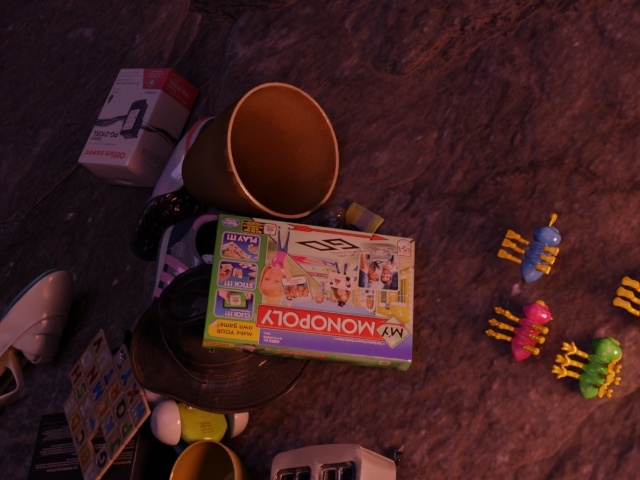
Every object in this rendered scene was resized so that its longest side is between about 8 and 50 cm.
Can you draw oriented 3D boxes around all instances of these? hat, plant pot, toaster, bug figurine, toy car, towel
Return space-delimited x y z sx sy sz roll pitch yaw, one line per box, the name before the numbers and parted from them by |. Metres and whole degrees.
hat | -0.163 0.119 1.637 0.331 0.134 0.331 -5 43 5
plant pot | -0.159 0.391 1.592 0.134 0.095 0.134 -15 61 30
toaster | 0.021 0.381 1.454 0.168 0.110 0.185 -13 58 31
bug figurine | 0.359 0.093 1.389 0.279 0.072 0.216 27 89 39
toy car | -0.220 0.291 1.687 0.182 0.159 0.136 57 139 43
plant pot | -0.136 -0.143 1.825 0.254 0.237 0.237 -9 59 51
towel | 0.067 -0.029 1.727 0.083 0.009 0.060 29 84 43

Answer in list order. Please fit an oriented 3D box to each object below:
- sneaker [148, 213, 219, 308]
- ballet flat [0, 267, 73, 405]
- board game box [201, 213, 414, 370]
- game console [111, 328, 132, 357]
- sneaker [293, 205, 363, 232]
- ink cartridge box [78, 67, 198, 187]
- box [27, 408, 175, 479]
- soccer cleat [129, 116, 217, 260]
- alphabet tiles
sneaker | -0.228 0.088 1.815 0.131 0.112 0.319 -22 54 30
ballet flat | -0.612 0.230 2.035 0.400 0.139 0.139 -45 46 14
board game box | -0.014 0.080 1.564 0.317 0.046 0.213 7 62 -6
game console | -0.382 0.240 1.876 0.071 0.107 0.122 -3 60 5
sneaker | 0.002 0.001 1.728 0.170 0.051 0.089 -27 61 33
ink cartridge box | -0.386 -0.240 2.136 0.172 0.100 0.237 7 70 41
box | -0.387 0.395 1.765 0.261 0.103 0.184 -13 54 32
soccer cleat | -0.277 -0.103 1.986 0.318 0.109 0.116 -61 26 -5
alphabet tiles | -0.375 0.273 1.721 0.198 0.009 0.237 -52 44 21
